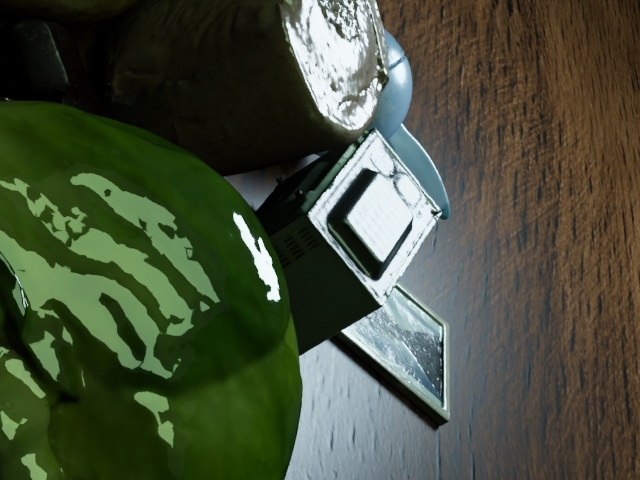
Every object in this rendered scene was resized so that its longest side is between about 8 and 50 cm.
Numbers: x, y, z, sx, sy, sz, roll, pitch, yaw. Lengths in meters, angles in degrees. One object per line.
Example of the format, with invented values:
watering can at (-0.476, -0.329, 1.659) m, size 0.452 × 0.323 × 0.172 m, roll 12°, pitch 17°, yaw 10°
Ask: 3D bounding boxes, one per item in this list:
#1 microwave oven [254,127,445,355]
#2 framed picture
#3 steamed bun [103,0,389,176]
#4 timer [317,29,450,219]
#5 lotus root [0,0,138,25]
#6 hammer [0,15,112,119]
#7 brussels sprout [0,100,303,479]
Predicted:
microwave oven at (0.000, 0.000, 1.418) m, size 0.129 × 0.163 × 0.205 m, roll 50°, pitch 31°, yaw -9°
framed picture at (0.070, 0.088, 1.596) m, size 0.203 × 0.015 × 0.150 m, roll 42°, pitch 32°, yaw -27°
steamed bun at (-0.057, -0.173, 1.418) m, size 0.199 × 0.252 × 0.301 m, roll 52°, pitch 31°, yaw -30°
timer at (0.033, -0.128, 1.655) m, size 0.175 × 0.175 × 0.255 m, roll -78°, pitch 157°, yaw -54°
lotus root at (-0.221, -0.277, 1.322) m, size 0.291 × 0.193 × 0.193 m, roll -17°, pitch 76°, yaw -57°
hammer at (-0.262, -0.090, 1.068) m, size 0.242 × 0.095 × 0.409 m, roll 68°, pitch 15°, yaw 18°
brussels sprout at (-0.175, 0.073, 0.948) m, size 0.371 × 0.276 × 0.314 m, roll 44°, pitch 44°, yaw -17°
